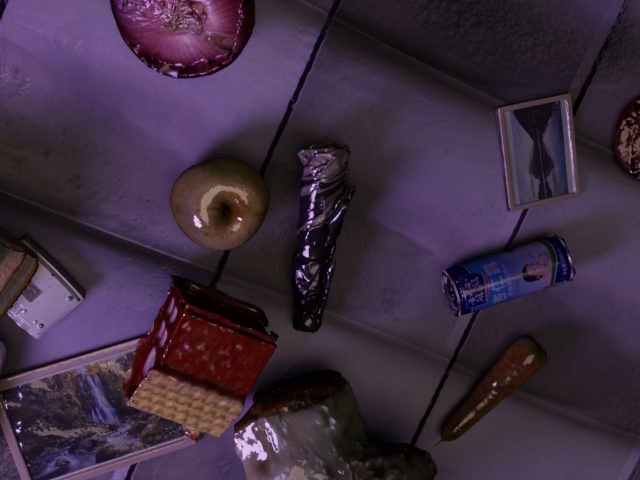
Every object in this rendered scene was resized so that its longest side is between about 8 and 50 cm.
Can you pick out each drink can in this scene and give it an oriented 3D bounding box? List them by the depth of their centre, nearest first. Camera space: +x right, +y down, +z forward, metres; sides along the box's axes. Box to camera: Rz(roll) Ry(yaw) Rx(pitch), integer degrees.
[{"bbox_3d":[0.353,0.066,1.635,0.235,0.097,0.097,-16,106,-6],"label":"drink can"}]

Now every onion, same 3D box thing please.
[{"bbox_3d":[-0.218,-0.377,1.368,0.248,0.161,0.248,-8,132,-9],"label":"onion"}]

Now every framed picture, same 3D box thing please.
[{"bbox_3d":[-0.411,0.316,1.577,0.324,0.020,0.240,-15,105,-8],"label":"framed picture"},{"bbox_3d":[0.412,-0.166,1.633,0.150,0.015,0.203,-12,105,-9],"label":"framed picture"}]

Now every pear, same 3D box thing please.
[{"bbox_3d":[-0.169,-0.065,1.477,0.167,0.136,0.167,-4,106,-14],"label":"pear"}]

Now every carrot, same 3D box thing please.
[{"bbox_3d":[0.324,0.305,1.703,0.078,0.078,0.298,43,95,-17],"label":"carrot"}]

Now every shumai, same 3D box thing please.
[{"bbox_3d":[-0.018,0.408,1.555,0.397,0.324,0.323,-31,93,-8],"label":"shumai"}]

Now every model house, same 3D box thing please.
[{"bbox_3d":[-0.219,0.219,1.510,0.196,0.160,0.254,24,94,-24],"label":"model house"}]

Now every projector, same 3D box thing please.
[{"bbox_3d":[-0.495,0.080,1.483,0.115,0.061,0.147,-41,107,2],"label":"projector"}]

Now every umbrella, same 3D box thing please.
[{"bbox_3d":[0.004,-0.001,1.545,0.106,0.113,0.358,10,108,14],"label":"umbrella"}]

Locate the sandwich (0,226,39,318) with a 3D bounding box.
[{"bbox_3d":[-0.606,0.055,1.371,0.198,0.155,0.227,34,86,17],"label":"sandwich"}]

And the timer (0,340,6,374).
[{"bbox_3d":[-0.650,0.267,1.477,0.178,0.078,0.253,18,99,-8],"label":"timer"}]

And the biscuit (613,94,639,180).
[{"bbox_3d":[0.654,-0.201,1.658,0.192,0.049,0.192,-2,99,-11],"label":"biscuit"}]
